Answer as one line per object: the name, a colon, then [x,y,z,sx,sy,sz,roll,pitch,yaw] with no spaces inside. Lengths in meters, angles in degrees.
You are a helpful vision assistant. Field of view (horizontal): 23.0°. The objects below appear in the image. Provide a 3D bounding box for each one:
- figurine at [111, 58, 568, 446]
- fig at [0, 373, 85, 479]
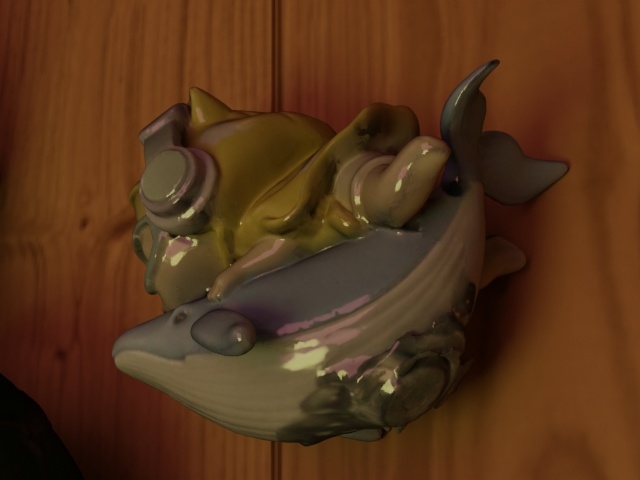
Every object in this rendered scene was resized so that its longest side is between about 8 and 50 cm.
figurine: [0.000,0.000,0.665,0.208,0.128,0.184,-34,55,7]
fig: [-0.188,0.128,0.695,0.195,0.245,0.195,1,100,3]
